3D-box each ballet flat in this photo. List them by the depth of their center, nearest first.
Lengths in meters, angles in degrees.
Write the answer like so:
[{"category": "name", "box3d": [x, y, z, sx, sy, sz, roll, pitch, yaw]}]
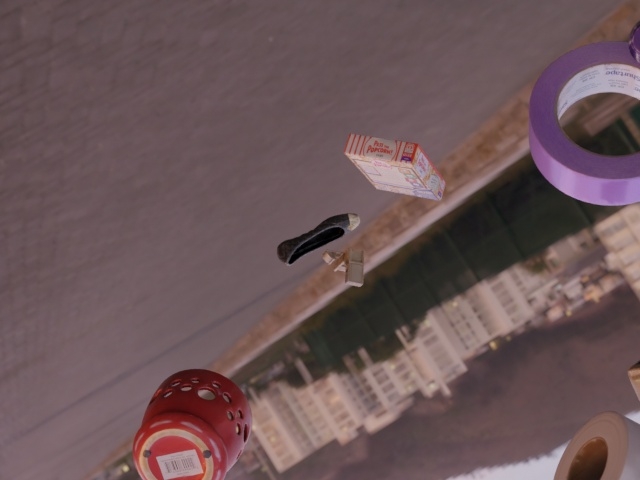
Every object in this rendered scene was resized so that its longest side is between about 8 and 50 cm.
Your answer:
[{"category": "ballet flat", "box3d": [0.000, 0.000, 2.007, 0.173, 0.049, 0.057, -27, 139, -9]}]

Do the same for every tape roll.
[{"category": "tape roll", "box3d": [0.490, -0.199, 1.807, 0.274, 0.275, 0.090, -32, 152, -5]}, {"category": "tape roll", "box3d": [0.573, 0.467, 2.026, 0.246, 0.169, 0.246, -58, -169, 18]}]

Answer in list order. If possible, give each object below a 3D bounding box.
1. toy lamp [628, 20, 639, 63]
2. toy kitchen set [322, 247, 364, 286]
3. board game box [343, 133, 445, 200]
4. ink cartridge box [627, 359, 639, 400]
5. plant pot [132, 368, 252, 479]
[{"category": "toy lamp", "box3d": [0.522, -0.299, 1.626, 0.080, 0.080, 0.274, -35, 171, 28]}, {"category": "toy kitchen set", "box3d": [0.040, 0.061, 2.139, 0.068, 0.075, 0.083, 12, 153, -18]}, {"category": "board game box", "box3d": [0.148, -0.142, 2.100, 0.193, 0.146, 0.045, 41, 64, -61]}, {"category": "ink cartridge box", "box3d": [0.471, 0.201, 1.182, 0.193, 0.235, 0.088, -28, -177, -30]}, {"category": "plant pot", "box3d": [-0.229, 0.344, 1.885, 0.191, 0.191, 0.174, -34, -171, 18]}]
